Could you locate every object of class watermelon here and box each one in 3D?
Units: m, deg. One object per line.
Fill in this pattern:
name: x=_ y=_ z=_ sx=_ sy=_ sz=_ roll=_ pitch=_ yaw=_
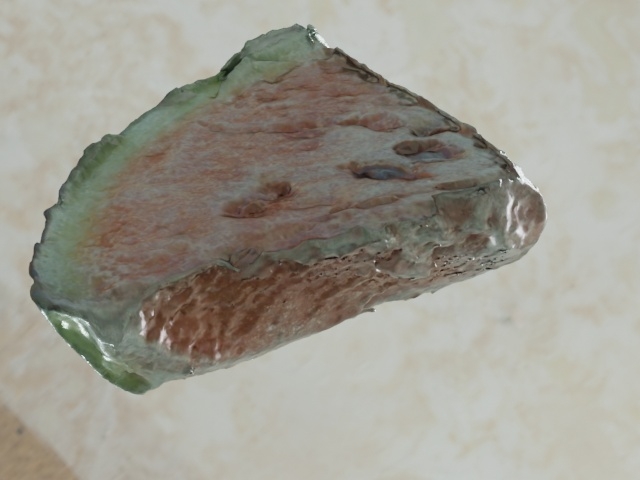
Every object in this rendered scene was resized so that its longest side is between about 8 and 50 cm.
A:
watermelon: x=0.000 y=0.000 z=0.591 sx=0.187 sy=0.139 sz=0.071 roll=-50 pitch=-43 yaw=-49
